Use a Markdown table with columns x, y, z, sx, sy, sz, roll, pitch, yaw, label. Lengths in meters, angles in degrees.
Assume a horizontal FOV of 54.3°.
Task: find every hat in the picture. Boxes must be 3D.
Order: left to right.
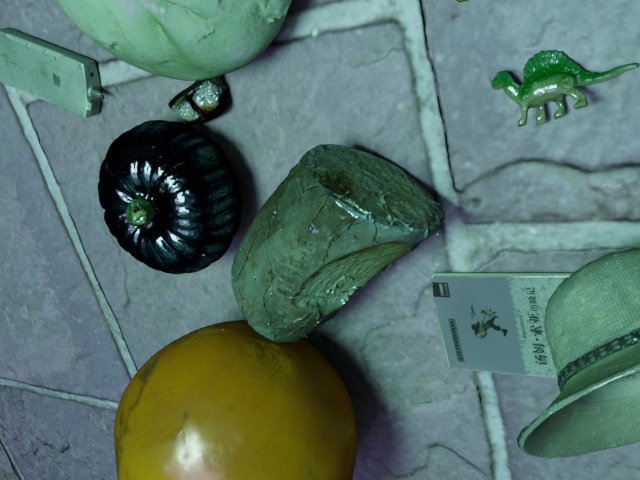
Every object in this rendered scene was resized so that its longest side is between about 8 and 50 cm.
| x | y | z | sx | sy | sz | roll | pitch | yaw | label |
| --- | --- | --- | --- | --- | --- | --- | --- | --- | --- |
| 0.271 | 0.079 | 0.532 | 0.257 | 0.257 | 0.130 | -47 | 44 | 41 | hat |

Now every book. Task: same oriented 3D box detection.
| x | y | z | sx | sy | sz | roll | pitch | yaw | label |
| --- | --- | --- | --- | --- | --- | --- | --- | --- | --- |
| 0.212 | 0.091 | 0.672 | 0.181 | 0.014 | 0.127 | -2 | 114 | 34 | book |

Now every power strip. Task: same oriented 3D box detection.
| x | y | z | sx | sy | sz | roll | pitch | yaw | label |
| --- | --- | --- | --- | --- | --- | --- | --- | --- | --- |
| -0.382 | -0.236 | 0.878 | 0.226 | 0.029 | 0.080 | 24 | 124 | 22 | power strip |

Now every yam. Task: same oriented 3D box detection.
| x | y | z | sx | sy | sz | roll | pitch | yaw | label |
| --- | --- | --- | --- | --- | --- | --- | --- | --- | --- |
| 0.000 | 0.000 | 0.682 | 0.154 | 0.154 | 0.254 | 48 | 134 | 2 | yam |

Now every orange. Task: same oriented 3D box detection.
| x | y | z | sx | sy | sz | roll | pitch | yaw | label |
| --- | --- | --- | --- | --- | --- | --- | --- | --- | --- |
| -0.105 | 0.252 | 0.791 | 0.311 | 0.312 | 0.312 | 16 | 123 | 26 | orange |

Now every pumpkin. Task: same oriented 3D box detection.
| x | y | z | sx | sy | sz | roll | pitch | yaw | label |
| --- | --- | --- | --- | --- | --- | --- | --- | --- | --- |
| -0.188 | -0.053 | 0.781 | 0.194 | 0.150 | 0.194 | 23 | 120 | 48 | pumpkin |

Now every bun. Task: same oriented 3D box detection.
| x | y | z | sx | sy | sz | roll | pitch | yaw | label |
| --- | --- | --- | --- | --- | --- | --- | --- | --- | --- |
| -0.172 | -0.291 | 0.604 | 0.293 | 0.187 | 0.293 | 14 | 122 | 24 | bun |

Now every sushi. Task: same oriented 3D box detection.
| x | y | z | sx | sy | sz | roll | pitch | yaw | label |
| --- | --- | --- | --- | --- | --- | --- | --- | --- | --- |
| -0.142 | -0.168 | 0.757 | 0.083 | 0.044 | 0.046 | -16 | 127 | 41 | sushi |

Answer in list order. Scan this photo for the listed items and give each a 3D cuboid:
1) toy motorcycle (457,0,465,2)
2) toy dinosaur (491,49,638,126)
| x | y | z | sx | sy | sz | roll | pitch | yaw | label |
| --- | --- | --- | --- | --- | --- | --- | --- | --- | --- |
| 0.098 | -0.354 | 0.421 | 0.343 | 0.142 | 0.206 | 66 | 167 | -14 | toy motorcycle |
| 0.208 | -0.139 | 0.542 | 0.119 | 0.029 | 0.061 | -16 | 88 | 36 | toy dinosaur |
